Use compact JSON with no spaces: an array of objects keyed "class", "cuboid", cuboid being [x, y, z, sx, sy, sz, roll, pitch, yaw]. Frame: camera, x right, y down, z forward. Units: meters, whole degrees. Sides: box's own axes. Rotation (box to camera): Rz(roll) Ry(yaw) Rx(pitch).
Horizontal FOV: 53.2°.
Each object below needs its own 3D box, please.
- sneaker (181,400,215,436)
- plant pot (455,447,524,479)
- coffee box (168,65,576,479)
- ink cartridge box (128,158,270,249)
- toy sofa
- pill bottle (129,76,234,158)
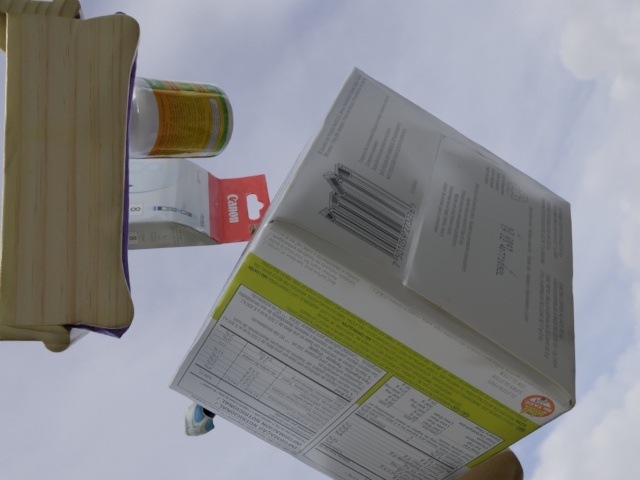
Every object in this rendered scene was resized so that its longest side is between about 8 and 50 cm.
[{"class":"sneaker","cuboid":[-0.294,0.409,1.618,0.086,0.237,0.085,-4,-67,-2]},{"class":"plant pot","cuboid":[0.326,0.560,1.437,0.254,0.237,0.237,-20,-60,-31]},{"class":"coffee box","cuboid":[0.068,0.065,0.801,0.334,0.338,0.338,-55,7,42]},{"class":"ink cartridge box","cuboid":[-0.317,-0.109,1.599,0.385,0.308,0.091,-4,-53,-8]},{"class":"toy sofa","cuboid":[-0.287,-0.068,0.701,0.177,0.150,0.363,0,-92,-13]},{"class":"pill bottle","cuboid":[-0.282,-0.208,1.096,0.245,0.136,0.136,-9,-67,-47]}]
